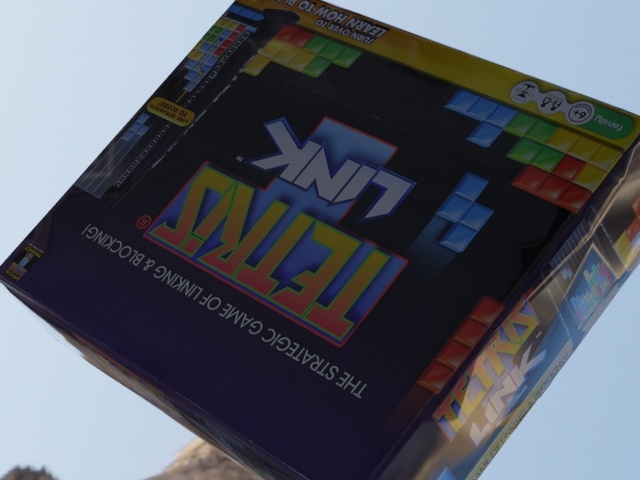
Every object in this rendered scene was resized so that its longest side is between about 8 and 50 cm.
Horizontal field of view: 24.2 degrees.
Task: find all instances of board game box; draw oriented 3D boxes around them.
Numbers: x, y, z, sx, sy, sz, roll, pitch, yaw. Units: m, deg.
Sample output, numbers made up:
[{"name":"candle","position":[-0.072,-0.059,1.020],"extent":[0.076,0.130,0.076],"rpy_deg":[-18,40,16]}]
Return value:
[{"name":"board game box","position":[0.000,0.000,0.466],"extent":[0.170,0.048,0.141],"rpy_deg":[26,-111,40]}]
